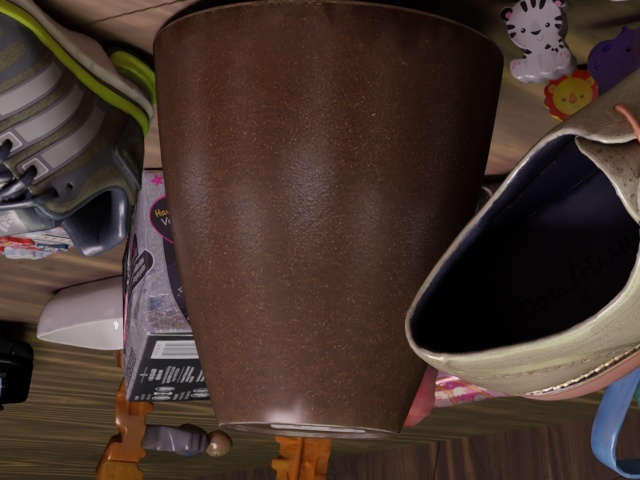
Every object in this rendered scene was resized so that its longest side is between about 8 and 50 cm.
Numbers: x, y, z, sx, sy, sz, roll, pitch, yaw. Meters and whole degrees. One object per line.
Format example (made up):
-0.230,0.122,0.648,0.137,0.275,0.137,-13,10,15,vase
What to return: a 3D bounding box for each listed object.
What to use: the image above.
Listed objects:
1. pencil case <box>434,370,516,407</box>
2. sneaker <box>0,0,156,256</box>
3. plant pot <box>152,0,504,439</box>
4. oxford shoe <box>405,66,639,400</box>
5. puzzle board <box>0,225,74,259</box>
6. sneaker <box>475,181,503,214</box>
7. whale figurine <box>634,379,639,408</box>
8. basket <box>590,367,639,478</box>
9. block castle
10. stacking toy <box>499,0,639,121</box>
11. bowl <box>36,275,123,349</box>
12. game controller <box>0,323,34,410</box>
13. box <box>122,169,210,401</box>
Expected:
0.156,0.139,1.884,0.284,0.124,0.124,-6,167,11,pencil case
-0.185,-0.068,0.879,0.111,0.121,0.300,-12,165,29,sneaker
0.000,0.000,0.935,0.215,0.230,0.215,2,169,0,plant pot
0.209,-0.045,0.798,0.397,0.140,0.146,-46,157,21,oxford shoe
-0.272,0.000,1.374,0.096,0.011,0.128,-16,163,42,puzzle board
0.186,-0.031,1.283,0.281,0.105,0.115,-4,137,4,sneaker
0.442,0.140,1.642,0.216,0.141,0.272,1,165,-21,whale figurine
0.329,0.036,1.120,0.254,0.289,0.201,5,-168,-35,basket
-0.060,0.238,1.699,0.212,0.303,0.453,11,174,-33,block castle
0.230,-0.122,0.957,0.221,0.052,0.167,-11,167,19,stacking toy
-0.209,0.074,1.618,0.142,0.053,0.142,-13,165,31,bowl
-0.428,0.154,1.854,0.166,0.067,0.319,-2,166,-12,game controller
-0.083,0.041,1.314,0.163,0.142,0.247,0,162,-11,box
